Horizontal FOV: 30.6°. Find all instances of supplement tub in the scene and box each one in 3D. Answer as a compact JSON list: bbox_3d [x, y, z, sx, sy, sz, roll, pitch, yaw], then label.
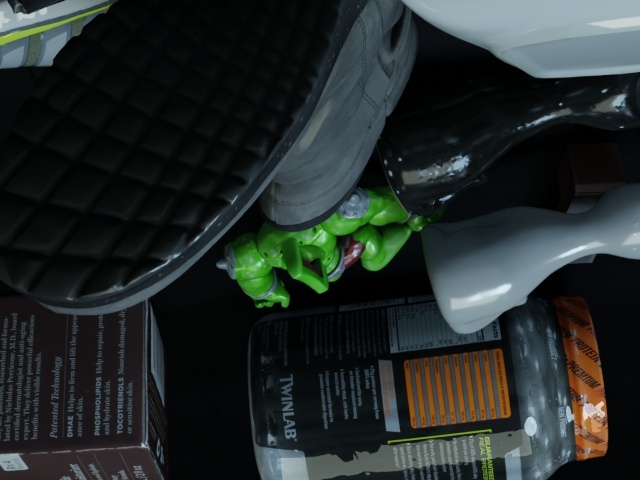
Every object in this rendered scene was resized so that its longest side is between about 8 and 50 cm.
[{"bbox_3d":[0.106,0.156,1.185,0.338,0.207,0.207,-7,153,5],"label":"supplement tub"}]

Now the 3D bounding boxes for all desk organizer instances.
[{"bbox_3d":[0.223,-0.030,1.009,0.047,0.050,0.130,-2,153,-3],"label":"desk organizer"}]

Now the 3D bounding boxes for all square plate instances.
[{"bbox_3d":[0.228,-0.126,0.608,0.347,0.049,0.344,-4,-176,17],"label":"square plate"}]

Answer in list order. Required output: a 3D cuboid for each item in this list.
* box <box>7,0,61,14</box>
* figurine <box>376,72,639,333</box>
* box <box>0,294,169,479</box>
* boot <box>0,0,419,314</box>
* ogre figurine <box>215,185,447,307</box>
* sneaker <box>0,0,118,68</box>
[{"bbox_3d":[-0.040,-0.229,0.416,0.270,0.216,0.060,-17,-165,24],"label":"box"},{"bbox_3d":[0.169,-0.042,0.884,0.209,0.092,0.215,-17,128,10],"label":"figurine"},{"bbox_3d":[-0.261,0.158,1.171,0.203,0.167,0.168,-4,153,-2],"label":"box"},{"bbox_3d":[-0.027,-0.060,0.628,0.118,0.338,0.223,28,155,18],"label":"boot"},{"bbox_3d":[0.000,0.000,0.986,0.197,0.097,0.118,-6,167,28],"label":"ogre figurine"},{"bbox_3d":[-0.171,-0.132,0.685,0.300,0.111,0.121,-13,155,19],"label":"sneaker"}]
